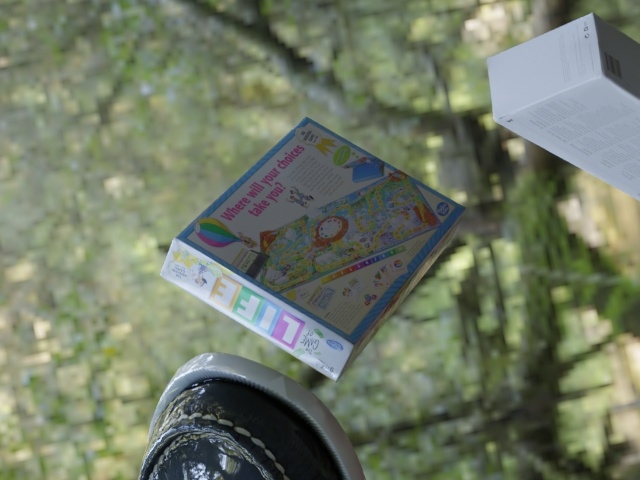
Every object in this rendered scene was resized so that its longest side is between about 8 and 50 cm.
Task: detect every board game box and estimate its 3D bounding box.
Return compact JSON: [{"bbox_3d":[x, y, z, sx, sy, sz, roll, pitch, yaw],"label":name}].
[{"bbox_3d":[0.000,0.000,1.002,0.154,0.103,0.026,-46,-16,-53],"label":"board game box"}]

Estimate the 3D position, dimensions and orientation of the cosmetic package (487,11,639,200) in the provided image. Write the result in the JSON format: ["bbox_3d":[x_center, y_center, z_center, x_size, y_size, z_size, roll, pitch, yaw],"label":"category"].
[{"bbox_3d":[0.237,-0.097,1.520,0.239,0.099,0.060,23,-128,-47],"label":"cosmetic package"}]

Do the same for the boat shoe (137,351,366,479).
[{"bbox_3d":[-0.047,0.175,0.880,0.091,0.114,0.302,-54,-24,-40],"label":"boat shoe"}]
